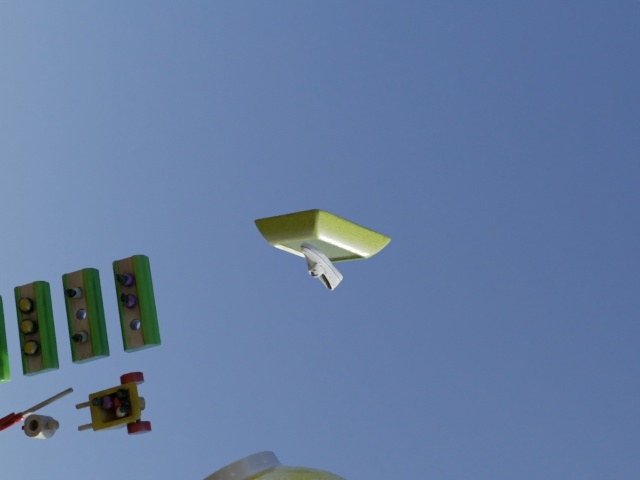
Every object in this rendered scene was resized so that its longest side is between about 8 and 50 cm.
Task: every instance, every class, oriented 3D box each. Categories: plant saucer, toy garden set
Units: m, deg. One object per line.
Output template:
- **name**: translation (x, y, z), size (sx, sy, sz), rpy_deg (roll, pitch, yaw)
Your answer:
- **plant saucer**: translation (0.000, 0.000, 2.104), size (0.188, 0.188, 0.045), rpy_deg (-9, -113, 48)
- **toy garden set**: translation (-0.304, 0.138, 1.323), size (0.244, 0.049, 0.203), rpy_deg (-15, -106, 16)

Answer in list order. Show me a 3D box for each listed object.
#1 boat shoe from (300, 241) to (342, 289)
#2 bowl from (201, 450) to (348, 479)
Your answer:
- **boat shoe**: translation (-0.004, 0.045, 1.884), size (0.035, 0.100, 0.035), rpy_deg (10, -122, 50)
- **bowl**: translation (-0.074, 0.347, 1.369), size (0.156, 0.290, 0.289), rpy_deg (61, -37, 19)
